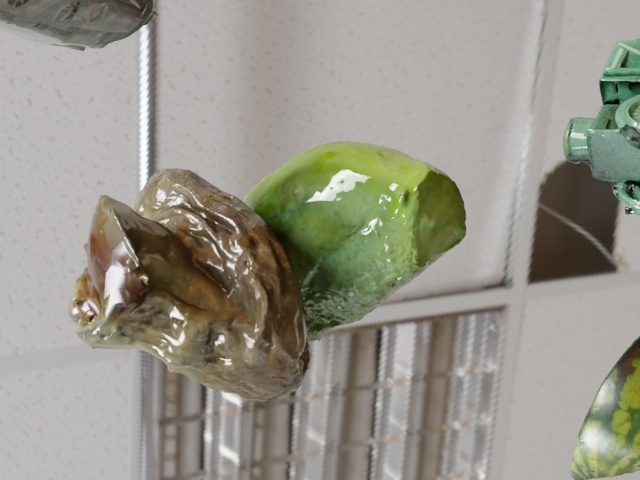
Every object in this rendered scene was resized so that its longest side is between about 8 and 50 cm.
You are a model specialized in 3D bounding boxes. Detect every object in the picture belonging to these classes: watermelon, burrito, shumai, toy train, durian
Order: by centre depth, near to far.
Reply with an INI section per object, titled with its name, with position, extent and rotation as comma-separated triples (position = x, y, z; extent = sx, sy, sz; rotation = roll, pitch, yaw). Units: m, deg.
[burrito]
position = -0.146, -0.126, 0.516
extent = 0.203, 0.064, 0.064
rotation = -6, -65, -66
[shumai]
position = -0.110, 0.039, 0.809
extent = 0.153, 0.209, 0.161
rotation = -14, -32, -47
[watermelon]
position = 0.252, 0.109, 0.841
extent = 0.163, 0.087, 0.069
rotation = -45, -76, -23
[toy train]
position = 0.334, -0.084, 0.866
extent = 0.154, 0.270, 0.115
rotation = -51, -45, -44
[durian]
position = 0.000, 0.000, 0.866
extent = 0.101, 0.250, 0.139
rotation = 19, -123, -47
